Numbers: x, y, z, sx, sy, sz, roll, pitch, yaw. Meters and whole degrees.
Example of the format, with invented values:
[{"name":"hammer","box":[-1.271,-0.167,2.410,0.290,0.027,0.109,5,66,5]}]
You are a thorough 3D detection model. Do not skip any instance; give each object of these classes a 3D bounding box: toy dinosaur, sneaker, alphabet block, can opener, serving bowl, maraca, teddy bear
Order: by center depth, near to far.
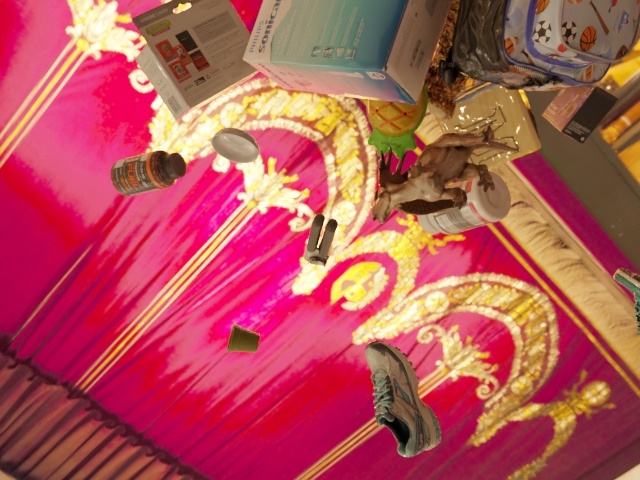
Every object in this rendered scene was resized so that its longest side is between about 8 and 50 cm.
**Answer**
[{"name":"serving bowl","box":[-0.144,-0.167,0.852,0.083,0.083,0.027,34,-123,-38]},{"name":"toy dinosaur","box":[0.224,-0.148,0.968,0.127,0.295,0.200,61,173,-23]},{"name":"maraca","box":[0.155,-0.264,1.025,0.127,0.186,0.099,11,-163,22]},{"name":"teddy bear","box":[0.286,-0.416,1.029,0.113,0.338,0.245,4,-155,-7]},{"name":"sneaker","box":[0.176,0.374,1.183,0.122,0.110,0.283,-16,-112,-36]},{"name":"sneaker","box":[0.807,0.185,1.196,0.107,0.110,0.275,-2,-129,-49]},{"name":"alphabet block","box":[0.409,-0.308,1.225,0.197,0.193,0.192,56,-147,-23]},{"name":"sneaker","box":[0.264,-0.091,1.246,0.086,0.192,0.064,150,113,-74]},{"name":"can opener","box":[0.000,0.000,1.399,0.074,0.093,0.280,20,156,3]}]

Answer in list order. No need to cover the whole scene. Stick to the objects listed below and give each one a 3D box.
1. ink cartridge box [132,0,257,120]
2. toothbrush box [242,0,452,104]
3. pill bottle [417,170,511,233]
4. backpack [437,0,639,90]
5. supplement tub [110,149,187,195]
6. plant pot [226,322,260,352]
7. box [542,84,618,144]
[{"name":"ink cartridge box","box":[-0.359,-0.552,1.446,0.130,0.309,0.272,-6,120,56]},{"name":"toothbrush box","box":[0.042,-0.361,0.816,0.295,0.216,0.126,18,179,35]},{"name":"pill bottle","box":[0.501,-0.120,1.783,0.176,0.318,0.176,8,-105,-30]},{"name":"backpack","box":[0.333,-0.342,0.716,0.263,0.276,0.213,-1,-165,-40]},{"name":"supplement tub","box":[-0.466,-0.188,1.357,0.106,0.198,0.106,-10,-90,-68]},{"name":"plant pot","box":[-0.209,0.275,1.363,0.079,0.083,0.083,14,-156,-11]},{"name":"box","box":[0.948,-0.490,1.833,0.103,0.184,0.261,29,-153,-7]}]
